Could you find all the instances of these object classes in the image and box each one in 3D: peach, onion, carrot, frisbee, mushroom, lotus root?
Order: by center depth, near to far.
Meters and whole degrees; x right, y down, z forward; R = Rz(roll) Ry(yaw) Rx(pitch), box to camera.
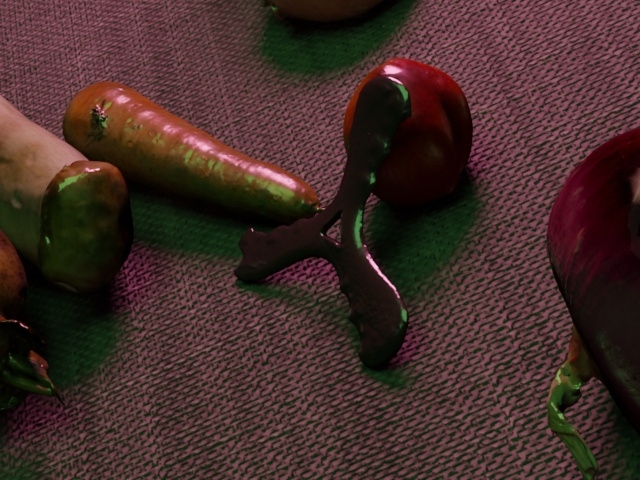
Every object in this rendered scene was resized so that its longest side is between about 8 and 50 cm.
[{"bbox_3d":[0.218,0.022,1.133,0.201,0.200,0.207,-7,39,25],"label":"onion"},{"bbox_3d":[0.000,0.000,1.364,0.187,0.012,0.211,-21,65,43],"label":"frisbee"},{"bbox_3d":[0.063,-0.081,1.391,0.101,0.100,0.100,-17,41,15],"label":"peach"},{"bbox_3d":[-0.292,0.051,1.426,0.154,0.154,0.278,-38,43,-11],"label":"lotus root"},{"bbox_3d":[-0.094,-0.060,1.492,0.298,0.078,0.078,22,61,39],"label":"carrot"},{"bbox_3d":[-0.246,-0.048,1.545,0.333,0.087,0.107,30,102,52],"label":"mushroom"}]

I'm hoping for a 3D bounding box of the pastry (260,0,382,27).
[{"bbox_3d":[0.013,-0.254,1.617,0.166,0.088,0.165,-15,41,14],"label":"pastry"}]
